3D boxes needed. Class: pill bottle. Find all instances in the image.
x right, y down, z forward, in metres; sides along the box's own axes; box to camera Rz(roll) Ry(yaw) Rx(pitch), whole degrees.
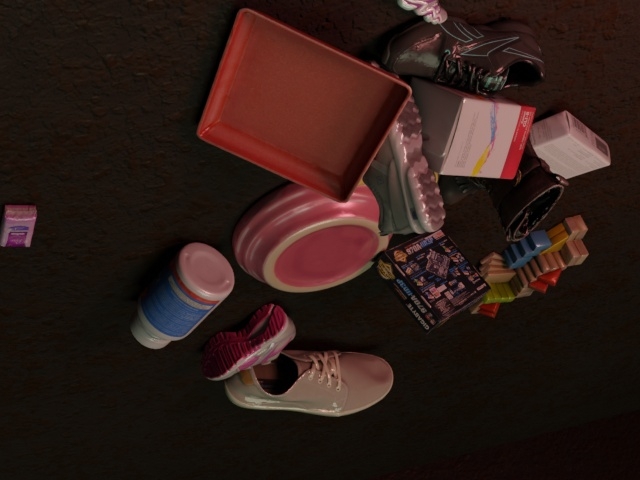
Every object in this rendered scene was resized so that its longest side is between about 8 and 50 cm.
[{"bbox_3d":[-0.270,0.113,1.643,0.124,0.124,0.221,11,137,-41],"label":"pill bottle"}]

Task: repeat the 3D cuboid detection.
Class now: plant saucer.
[{"bbox_3d":[-0.028,-0.197,1.266,0.259,0.048,0.258,25,138,-5],"label":"plant saucer"},{"bbox_3d":[0.000,0.000,1.657,0.331,0.084,0.332,-14,148,-9],"label":"plant saucer"}]

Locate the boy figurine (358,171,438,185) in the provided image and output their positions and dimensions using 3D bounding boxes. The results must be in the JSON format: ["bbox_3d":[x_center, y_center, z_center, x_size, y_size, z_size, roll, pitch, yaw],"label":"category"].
[{"bbox_3d":[0.088,-0.144,1.472,0.285,0.092,0.177,18,127,-42],"label":"boy figurine"}]

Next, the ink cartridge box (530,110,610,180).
[{"bbox_3d":[0.417,-0.160,1.691,0.232,0.066,0.189,-15,157,37],"label":"ink cartridge box"}]

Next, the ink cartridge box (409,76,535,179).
[{"bbox_3d":[0.229,-0.180,1.402,0.176,0.128,0.128,-1,114,-39],"label":"ink cartridge box"}]

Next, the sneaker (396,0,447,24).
[{"bbox_3d":[0.161,-0.350,1.235,0.098,0.038,0.069,9,140,-40],"label":"sneaker"}]

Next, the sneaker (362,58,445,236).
[{"bbox_3d":[0.094,-0.138,1.322,0.115,0.282,0.105,-17,173,30],"label":"sneaker"}]

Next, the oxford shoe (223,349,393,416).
[{"bbox_3d":[-0.010,0.332,2.108,0.449,0.169,0.130,4,141,-26],"label":"oxford shoe"}]

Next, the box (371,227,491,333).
[{"bbox_3d":[0.227,0.074,1.740,0.220,0.175,0.051,-24,160,-50],"label":"box"}]

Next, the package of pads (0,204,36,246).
[{"bbox_3d":[-0.488,-0.024,1.394,0.050,0.032,0.083,2,143,-27],"label":"package of pads"}]

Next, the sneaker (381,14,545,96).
[{"bbox_3d":[0.225,-0.278,1.322,0.267,0.106,0.101,-7,149,-17],"label":"sneaker"}]

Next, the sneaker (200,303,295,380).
[{"bbox_3d":[-0.154,0.243,1.936,0.252,0.103,0.111,-31,146,19],"label":"sneaker"}]

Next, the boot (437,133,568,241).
[{"bbox_3d":[0.308,-0.089,1.537,0.091,0.229,0.263,13,135,-28],"label":"boot"}]

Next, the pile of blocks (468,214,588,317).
[{"bbox_3d":[0.468,0.080,2.019,0.362,0.113,0.148,-39,144,29],"label":"pile of blocks"}]
